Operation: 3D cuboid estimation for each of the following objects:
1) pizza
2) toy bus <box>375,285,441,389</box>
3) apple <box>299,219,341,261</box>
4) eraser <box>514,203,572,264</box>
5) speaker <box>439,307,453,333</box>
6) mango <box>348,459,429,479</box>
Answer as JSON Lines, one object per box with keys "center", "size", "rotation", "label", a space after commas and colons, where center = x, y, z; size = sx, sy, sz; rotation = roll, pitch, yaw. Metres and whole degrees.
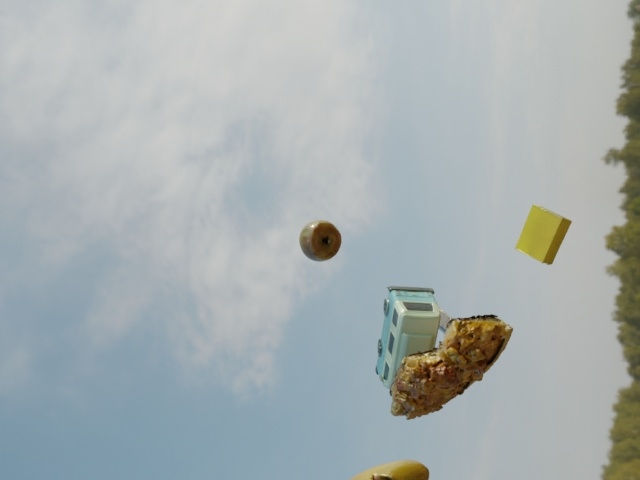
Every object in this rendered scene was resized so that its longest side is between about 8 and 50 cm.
{"center": [0.263, 0.262, 1.311], "size": [0.161, 0.305, 0.085], "rotation": [48, -173, -34], "label": "pizza"}
{"center": [0.230, 0.272, 1.685], "size": [0.164, 0.133, 0.271], "rotation": [-103, 18, -66], "label": "toy bus"}
{"center": [0.000, 0.000, 1.350], "size": [0.074, 0.090, 0.089], "rotation": [-165, 77, -81], "label": "apple"}
{"center": [0.543, -0.015, 1.575], "size": [0.045, 0.097, 0.122], "rotation": [7, -69, -37], "label": "eraser"}
{"center": [0.361, 0.239, 1.930], "size": [0.044, 0.218, 0.082], "rotation": [-46, -46, -4], "label": "speaker"}
{"center": [0.157, 0.644, 1.637], "size": [0.262, 0.167, 0.129], "rotation": [-26, -90, -23], "label": "mango"}
